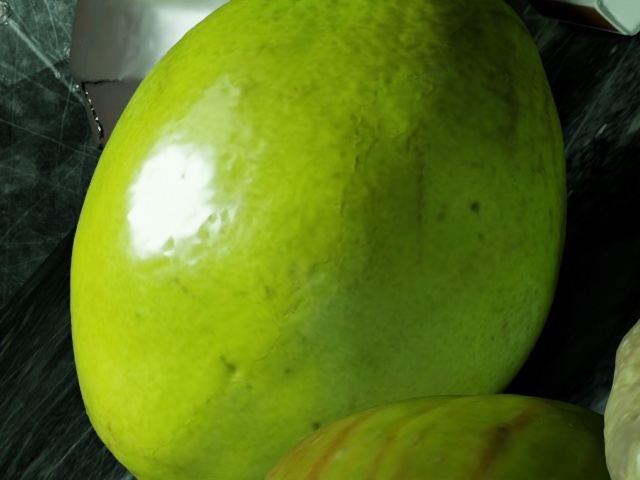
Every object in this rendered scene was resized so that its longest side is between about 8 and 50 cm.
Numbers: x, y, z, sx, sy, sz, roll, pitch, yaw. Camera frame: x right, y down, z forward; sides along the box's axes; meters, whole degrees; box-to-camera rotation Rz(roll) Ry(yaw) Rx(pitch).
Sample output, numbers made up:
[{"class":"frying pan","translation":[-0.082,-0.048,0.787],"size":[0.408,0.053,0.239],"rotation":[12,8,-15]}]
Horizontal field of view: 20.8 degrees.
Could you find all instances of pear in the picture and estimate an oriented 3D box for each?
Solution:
[{"class":"pear","translation":[0.000,0.000,0.763],"size":[0.269,0.212,0.212],"rotation":[-62,13,-5]}]

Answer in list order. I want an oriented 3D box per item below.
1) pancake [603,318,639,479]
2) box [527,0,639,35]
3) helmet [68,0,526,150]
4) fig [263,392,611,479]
[{"class":"pancake","translation":[0.189,-0.017,0.361],"size":[0.288,0.033,0.286],"rotation":[-28,16,14]},{"class":"box","translation":[0.185,-0.176,1.033],"size":[0.115,0.036,0.177],"rotation":[-49,12,4]},{"class":"helmet","translation":[-0.043,-0.108,1.002],"size":[0.305,0.177,0.225],"rotation":[13,88,32]},{"class":"fig","translation":[0.017,0.151,0.397],"size":[0.151,0.151,0.259],"rotation":[-36,19,48]}]
